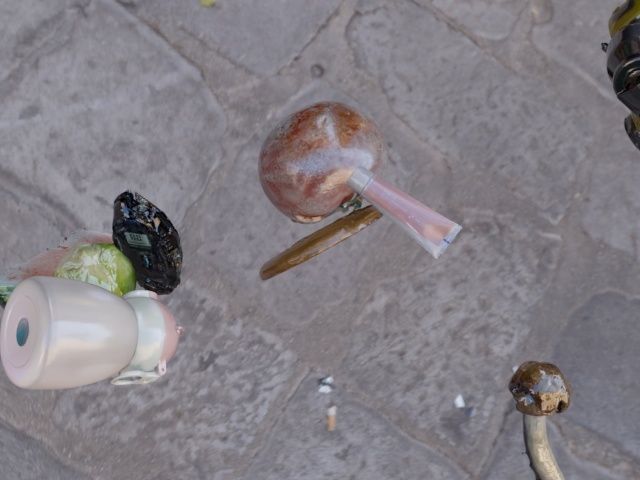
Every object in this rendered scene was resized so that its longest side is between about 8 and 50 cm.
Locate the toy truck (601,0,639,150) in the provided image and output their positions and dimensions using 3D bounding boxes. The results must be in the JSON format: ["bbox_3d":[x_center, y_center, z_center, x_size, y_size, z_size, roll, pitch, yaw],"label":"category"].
[{"bbox_3d":[0.412,-0.223,0.968,0.165,0.147,0.224,28,45,-21],"label":"toy truck"}]

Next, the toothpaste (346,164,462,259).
[{"bbox_3d":[0.133,-0.053,1.300,0.195,0.043,0.067,37,100,5],"label":"toothpaste"}]

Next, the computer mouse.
[{"bbox_3d":[-0.321,0.003,1.494,0.147,0.241,0.077,8,40,20],"label":"computer mouse"}]

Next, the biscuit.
[{"bbox_3d":[0.000,-0.001,1.459,0.262,0.262,0.037,-29,91,-26],"label":"biscuit"}]

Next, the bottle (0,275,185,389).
[{"bbox_3d":[-0.301,0.130,1.098,0.237,0.148,0.147,9,65,-44],"label":"bottle"}]

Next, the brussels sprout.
[{"bbox_3d":[-0.400,0.078,1.402,0.155,0.118,0.155,11,74,-41],"label":"brussels sprout"}]

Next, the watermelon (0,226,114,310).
[{"bbox_3d":[-0.542,0.086,1.677,0.180,0.224,0.305,48,30,1],"label":"watermelon"}]

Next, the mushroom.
[{"bbox_3d":[0.238,0.200,0.835,0.061,0.060,0.187,-48,133,-44],"label":"mushroom"}]

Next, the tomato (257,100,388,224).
[{"bbox_3d":[0.009,-0.182,1.914,0.317,0.317,0.282,-25,85,-25],"label":"tomato"}]
